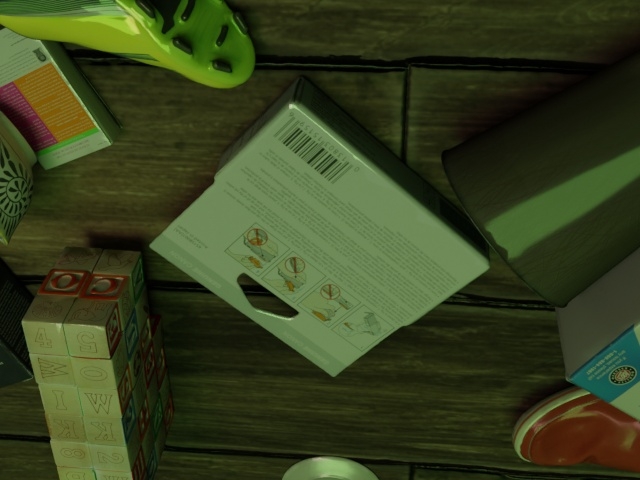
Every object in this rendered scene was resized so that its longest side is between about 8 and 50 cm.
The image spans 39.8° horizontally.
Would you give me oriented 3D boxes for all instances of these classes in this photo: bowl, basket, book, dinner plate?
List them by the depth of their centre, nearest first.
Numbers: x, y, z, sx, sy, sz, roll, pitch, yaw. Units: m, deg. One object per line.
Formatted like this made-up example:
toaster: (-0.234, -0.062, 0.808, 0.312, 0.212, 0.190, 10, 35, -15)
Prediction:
basket: (0.260, -0.071, 0.798, 0.227, 0.154, 0.204, -37, 121, 24)
book: (-0.280, -0.145, 0.877, 0.096, 0.035, 0.144, -18, 122, 23)
bowl: (-0.339, -0.085, 0.880, 0.170, 0.080, 0.170, 41, 160, 18)
dinner plate: (0.015, 0.348, 1.214, 0.141, 0.017, 0.141, 4, 128, 5)

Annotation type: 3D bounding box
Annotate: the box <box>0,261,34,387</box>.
box: (-0.426, 0.099, 1.034, 0.156, 0.093, 0.158, -19, 123, 20)

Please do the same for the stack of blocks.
stack of blocks: (-0.241, 0.153, 1.004, 0.087, 0.171, 0.297, 3, 126, 4)

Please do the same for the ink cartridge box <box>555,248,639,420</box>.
ink cartridge box: (0.382, 0.087, 0.882, 0.233, 0.168, 0.171, 30, 124, -15)

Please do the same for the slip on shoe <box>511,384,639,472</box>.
slip on shoe: (0.392, 0.229, 1.029, 0.332, 0.101, 0.123, -4, 127, 12)

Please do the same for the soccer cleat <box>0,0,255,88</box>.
soccer cleat: (-0.196, -0.207, 0.785, 0.289, 0.093, 0.121, 19, 156, -25)

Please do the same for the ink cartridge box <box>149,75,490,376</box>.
ink cartridge box: (0.000, 0.000, 0.933, 0.275, 0.060, 0.239, 38, 122, -20)
